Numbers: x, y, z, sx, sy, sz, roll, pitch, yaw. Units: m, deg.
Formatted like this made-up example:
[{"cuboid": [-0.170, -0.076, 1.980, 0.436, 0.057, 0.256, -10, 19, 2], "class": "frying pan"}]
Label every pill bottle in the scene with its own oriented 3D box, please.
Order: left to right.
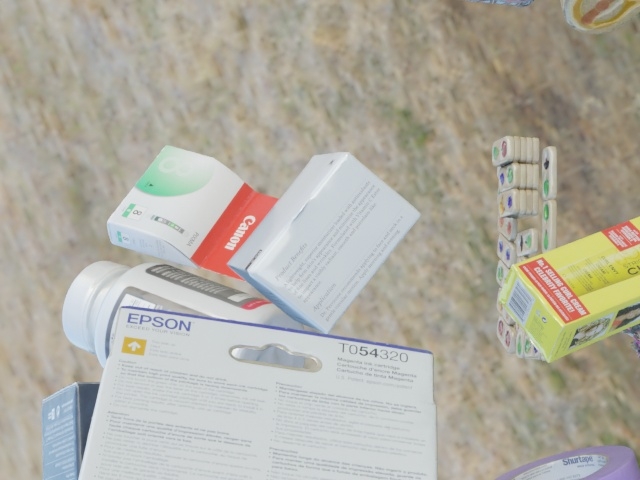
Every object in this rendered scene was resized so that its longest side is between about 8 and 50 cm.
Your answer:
[{"cuboid": [-0.193, 0.130, 2.065, 0.319, 0.176, 0.176, 18, 134, 32], "class": "pill bottle"}]

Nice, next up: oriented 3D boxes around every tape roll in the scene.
[{"cuboid": [0.286, 0.308, 1.775, 0.189, 0.189, 0.080, -12, 97, 69], "class": "tape roll"}]

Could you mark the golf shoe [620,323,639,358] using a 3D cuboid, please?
[{"cuboid": [0.439, 0.105, 2.017, 0.186, 0.086, 0.067, -112, 36, -56], "class": "golf shoe"}]

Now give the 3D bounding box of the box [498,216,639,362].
[{"cuboid": [0.288, 0.033, 1.439, 0.087, 0.232, 0.058, 55, 150, 31], "class": "box"}]

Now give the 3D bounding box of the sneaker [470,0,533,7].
[{"cuboid": [0.134, -0.311, 1.713, 0.262, 0.104, 0.125, 16, 169, 4], "class": "sneaker"}]

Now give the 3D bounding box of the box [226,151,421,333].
[{"cuboid": [0.000, 0.000, 1.787, 0.119, 0.181, 0.182, 40, 174, -11], "class": "box"}]

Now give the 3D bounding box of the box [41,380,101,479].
[{"cuboid": [-0.268, 0.430, 2.395, 0.212, 0.294, 0.395, 149, 121, -61], "class": "box"}]

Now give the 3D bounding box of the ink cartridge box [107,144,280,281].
[{"cuboid": [-0.170, -0.041, 2.217, 0.225, 0.181, 0.056, 14, 137, 21], "class": "ink cartridge box"}]

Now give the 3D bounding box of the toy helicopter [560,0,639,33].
[{"cuboid": [0.409, -0.297, 1.510, 0.235, 0.355, 0.140, 62, -165, -50], "class": "toy helicopter"}]

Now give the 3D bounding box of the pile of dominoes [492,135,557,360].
[{"cuboid": [0.218, 0.011, 1.730, 0.196, 0.040, 0.251, 157, 115, -78], "class": "pile of dominoes"}]

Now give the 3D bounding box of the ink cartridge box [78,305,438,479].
[{"cuboid": [-0.054, 0.213, 1.408, 0.330, 0.324, 0.071, -85, 5, -52], "class": "ink cartridge box"}]
